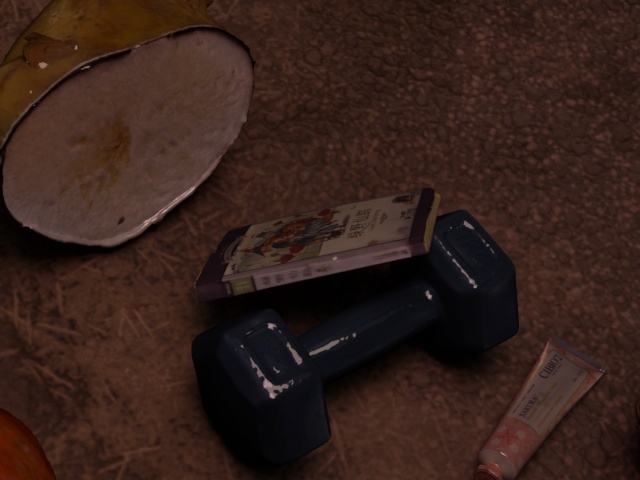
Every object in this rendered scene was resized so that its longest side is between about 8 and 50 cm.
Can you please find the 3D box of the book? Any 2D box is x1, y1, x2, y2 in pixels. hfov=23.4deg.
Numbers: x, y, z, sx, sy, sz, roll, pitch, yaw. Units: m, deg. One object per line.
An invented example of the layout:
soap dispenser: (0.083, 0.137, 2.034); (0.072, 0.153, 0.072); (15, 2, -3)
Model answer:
book: (0.000, -0.001, 1.522); (0.231, 0.026, 0.157); (-12, 18, 13)

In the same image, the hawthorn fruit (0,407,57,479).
hawthorn fruit: (-0.315, 0.215, 1.300); (0.210, 0.210, 0.262); (10, 46, -5)

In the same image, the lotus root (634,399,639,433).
lotus root: (0.456, 0.198, 1.494); (0.310, 0.183, 0.183); (29, 54, 6)

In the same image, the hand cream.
hand cream: (0.217, 0.174, 1.548); (0.067, 0.043, 0.210); (30, 48, 15)

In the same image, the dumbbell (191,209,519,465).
dumbbell: (0.038, 0.092, 1.501); (0.324, 0.160, 0.144); (-25, 95, -27)

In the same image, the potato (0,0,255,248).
potato: (-0.239, -0.142, 1.565); (0.299, 0.246, 0.196); (-28, 46, -30)
